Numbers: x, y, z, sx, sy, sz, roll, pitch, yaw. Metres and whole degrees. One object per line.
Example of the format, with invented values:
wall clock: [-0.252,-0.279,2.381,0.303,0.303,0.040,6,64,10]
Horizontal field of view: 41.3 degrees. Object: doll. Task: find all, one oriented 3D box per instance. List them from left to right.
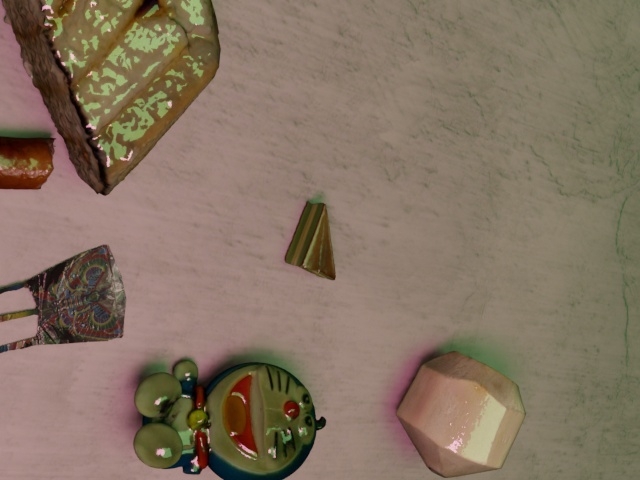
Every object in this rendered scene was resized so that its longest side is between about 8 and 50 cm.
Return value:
doll: [-0.144,0.293,1.367,0.322,0.186,0.198,8,63,-16]

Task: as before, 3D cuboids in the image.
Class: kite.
kite: [-0.424,0.109,1.254,0.286,0.015,0.152,-15,106,-29]

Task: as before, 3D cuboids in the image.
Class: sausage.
sausage: [-0.496,-0.133,1.133,0.302,0.076,0.102,19,81,-34]

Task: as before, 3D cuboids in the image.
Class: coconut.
coconut: [0.261,0.338,1.608,0.241,0.241,0.241,-6,102,-31]

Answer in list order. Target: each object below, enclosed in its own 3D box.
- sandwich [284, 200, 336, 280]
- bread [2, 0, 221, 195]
sandwich: [0.000,0.000,1.465,0.074,0.074,0.116,23,85,-31]
bread: [-0.269,-0.287,1.150,0.264,0.239,0.395,-30,115,-24]
